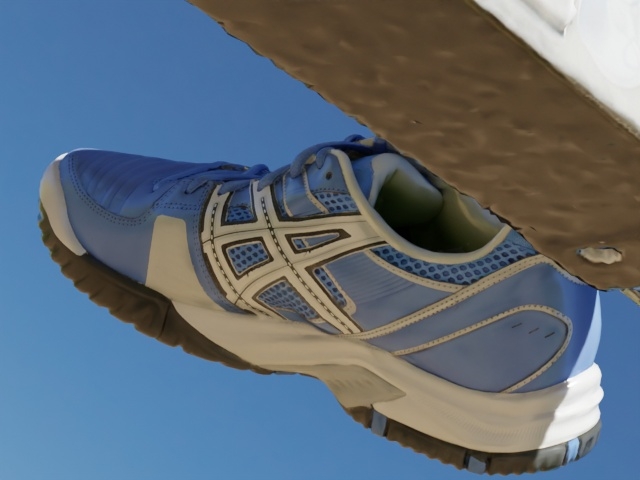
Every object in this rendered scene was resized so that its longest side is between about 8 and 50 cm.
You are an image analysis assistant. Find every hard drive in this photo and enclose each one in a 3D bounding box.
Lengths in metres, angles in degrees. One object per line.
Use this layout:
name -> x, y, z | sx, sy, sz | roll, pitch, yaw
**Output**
hard drive -> 0.031, -0.144, 0.428 | 0.064, 0.237, 0.339 | -9, -30, 39

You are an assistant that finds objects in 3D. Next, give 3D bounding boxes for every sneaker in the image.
sneaker -> 0.000, 0.000, 0.636 | 0.211, 0.080, 0.081 | 19, -66, 28
